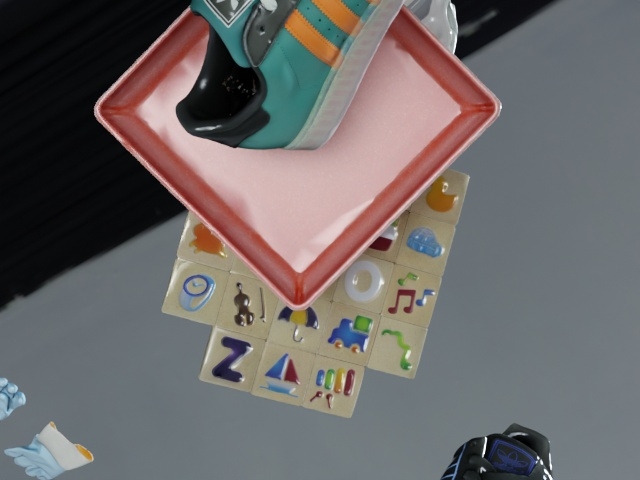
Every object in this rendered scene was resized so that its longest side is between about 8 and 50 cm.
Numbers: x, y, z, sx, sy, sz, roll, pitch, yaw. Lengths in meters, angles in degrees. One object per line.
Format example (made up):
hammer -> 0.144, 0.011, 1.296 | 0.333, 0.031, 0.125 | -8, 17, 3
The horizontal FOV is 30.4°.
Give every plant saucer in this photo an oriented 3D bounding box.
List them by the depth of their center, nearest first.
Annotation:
plant saucer -> -0.020, -0.116, 1.044 | 0.258, 0.259, 0.048 | 45, 5, -3

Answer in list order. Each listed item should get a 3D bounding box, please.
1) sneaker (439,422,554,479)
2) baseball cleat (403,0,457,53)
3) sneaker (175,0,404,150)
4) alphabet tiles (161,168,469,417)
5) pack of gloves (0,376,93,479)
sneaker -> 0.088, 0.162, 0.673 | 0.081, 0.090, 0.232 | 21, 7, 14
baseball cleat -> 0.087, -0.211, 1.341 | 0.109, 0.206, 0.072 | 29, 47, -1
sneaker -> -0.017, -0.181, 0.821 | 0.108, 0.121, 0.302 | 54, -43, 36
alphabet tiles -> 0.000, 0.000, 1.222 | 0.285, 0.343, 0.011 | 16, -2, -18
pack of gloves -> -0.437, 0.264, 1.727 | 0.195, 0.232, 0.046 | 46, 53, -10
